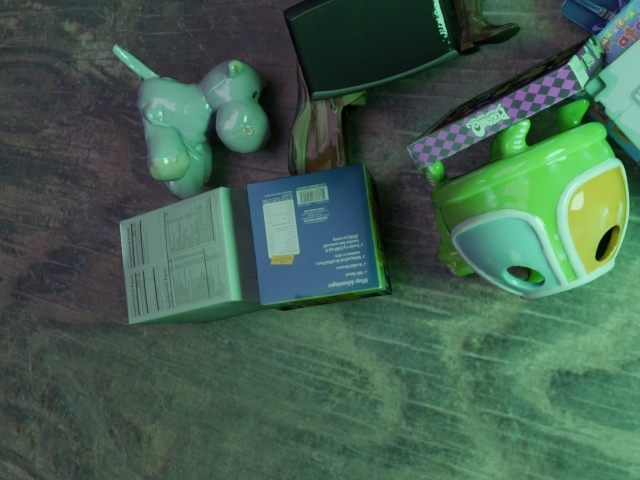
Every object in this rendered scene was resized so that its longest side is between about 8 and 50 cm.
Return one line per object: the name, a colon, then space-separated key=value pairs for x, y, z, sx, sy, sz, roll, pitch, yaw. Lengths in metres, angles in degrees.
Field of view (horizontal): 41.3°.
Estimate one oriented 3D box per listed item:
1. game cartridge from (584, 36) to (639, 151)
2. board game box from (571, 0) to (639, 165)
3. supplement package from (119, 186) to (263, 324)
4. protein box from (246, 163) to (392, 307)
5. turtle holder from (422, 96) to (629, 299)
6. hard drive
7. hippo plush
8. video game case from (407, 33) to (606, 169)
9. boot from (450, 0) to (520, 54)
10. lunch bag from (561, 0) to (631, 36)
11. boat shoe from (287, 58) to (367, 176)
game cartridge: x=0.509 y=-0.152 z=1.076 sx=0.198 sy=0.062 sz=0.297 roll=-42 pitch=81 yaw=21
board game box: x=0.448 y=-0.202 z=1.147 sx=0.211 sy=0.039 sz=0.160 roll=48 pitch=116 yaw=11
supplement package: x=-0.198 y=0.036 z=1.546 sx=0.263 sy=0.199 sz=0.198 roll=-15 pitch=77 yaw=35
protein box: x=0.000 y=0.000 z=1.398 sx=0.200 sy=0.136 sz=0.201 roll=-9 pitch=80 yaw=11
turtle holder: x=0.268 y=-0.034 z=1.181 sx=0.320 sy=0.243 sz=0.227 roll=-24 pitch=90 yaw=29
hard drive: x=0.082 y=-0.327 z=1.351 sx=0.255 sy=0.054 sz=0.172 roll=-16 pitch=108 yaw=7
hippo plush: x=-0.207 y=-0.238 z=1.606 sx=0.236 sy=0.234 sz=0.294 roll=-19 pitch=80 yaw=8
video game case: x=0.247 y=-0.183 z=1.116 sx=0.232 sy=0.210 sz=0.042 roll=-25 pitch=99 yaw=33
boot: x=0.256 y=-0.363 z=1.339 sx=0.106 sy=0.037 sz=0.114 roll=-15 pitch=73 yaw=33
lunch bag: x=0.395 y=-0.331 z=1.211 sx=0.098 sy=0.065 sz=0.067 roll=44 pitch=112 yaw=30
boat shoe: x=0.024 y=-0.252 z=1.465 sx=0.120 sy=0.122 sz=0.324 roll=7 pitch=96 yaw=13
